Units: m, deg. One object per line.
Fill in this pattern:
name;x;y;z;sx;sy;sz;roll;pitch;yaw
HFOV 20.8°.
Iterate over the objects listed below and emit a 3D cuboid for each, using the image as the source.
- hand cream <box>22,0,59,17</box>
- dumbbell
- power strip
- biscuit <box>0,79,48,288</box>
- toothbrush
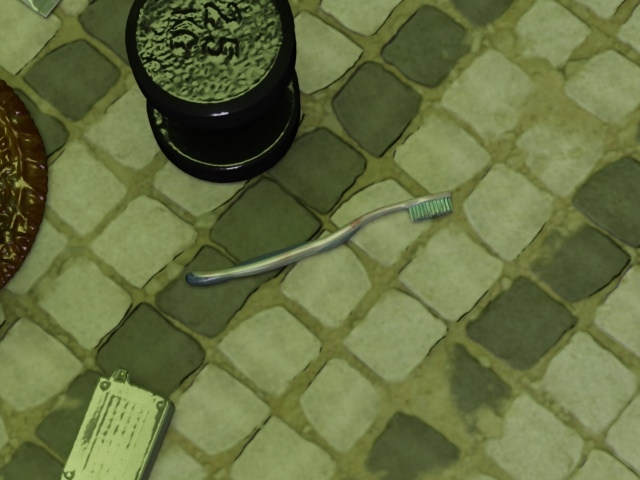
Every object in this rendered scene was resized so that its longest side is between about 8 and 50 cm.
hand cream;-0.350;-0.306;1.776;0.216;0.038;0.052;33;101;5
dumbbell;-0.094;-0.154;1.624;0.153;0.218;0.152;0;75;1
power strip;-0.195;0.208;1.607;0.075;0.042;0.175;20;76;7
biscuit;-0.415;-0.051;1.694;0.305;0.038;0.305;0;73;1
toothbrush;0.000;0.000;1.677;0.269;0.021;0.027;-18;68;-3
